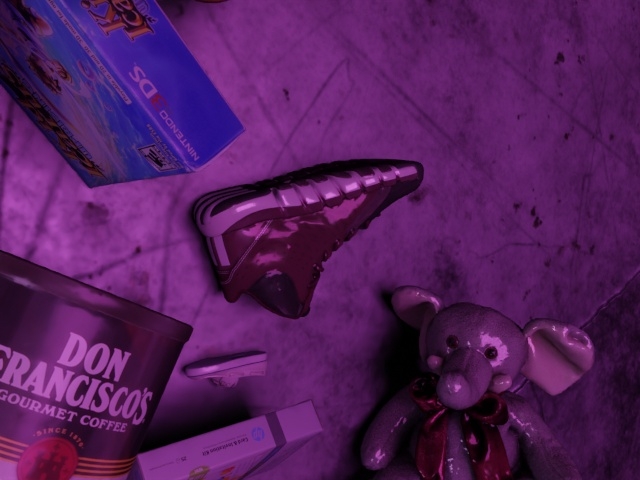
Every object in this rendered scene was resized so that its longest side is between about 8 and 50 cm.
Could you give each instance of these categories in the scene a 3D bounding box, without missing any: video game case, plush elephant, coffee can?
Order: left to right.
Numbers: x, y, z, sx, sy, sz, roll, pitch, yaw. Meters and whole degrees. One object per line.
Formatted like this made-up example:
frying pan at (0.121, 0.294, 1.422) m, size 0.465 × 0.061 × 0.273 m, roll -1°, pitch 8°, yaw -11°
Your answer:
coffee can at (-0.249, 0.160, 0.517) m, size 0.202 × 0.202 × 0.275 m, roll 29°, pitch 77°, yaw -32°
video game case at (-0.210, -0.163, 0.499) m, size 0.061 × 0.244 × 0.269 m, roll -47°, pitch 116°, yaw -24°
plush elephant at (0.182, 0.196, 0.788) m, size 0.330 × 0.272 × 0.255 m, roll -48°, pitch 136°, yaw -55°

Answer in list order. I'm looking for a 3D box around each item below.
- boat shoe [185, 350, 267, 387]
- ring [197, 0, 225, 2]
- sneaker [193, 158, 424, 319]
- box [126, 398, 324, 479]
boat shoe at (-0.103, 0.147, 0.719) m, size 0.100 × 0.035 × 0.035 m, roll -4°, pitch 92°, yaw -41°
ring at (-0.162, -0.360, 0.544) m, size 0.337 × 0.032 × 0.336 m, roll 38°, pitch 40°, yaw -41°
sneaker at (0.000, 0.000, 0.752) m, size 0.282 × 0.106 × 0.162 m, roll -15°, pitch 106°, yaw -23°
box at (-0.107, 0.225, 0.657) m, size 0.186 × 0.145 × 0.038 m, roll -7°, pitch 61°, yaw -34°
